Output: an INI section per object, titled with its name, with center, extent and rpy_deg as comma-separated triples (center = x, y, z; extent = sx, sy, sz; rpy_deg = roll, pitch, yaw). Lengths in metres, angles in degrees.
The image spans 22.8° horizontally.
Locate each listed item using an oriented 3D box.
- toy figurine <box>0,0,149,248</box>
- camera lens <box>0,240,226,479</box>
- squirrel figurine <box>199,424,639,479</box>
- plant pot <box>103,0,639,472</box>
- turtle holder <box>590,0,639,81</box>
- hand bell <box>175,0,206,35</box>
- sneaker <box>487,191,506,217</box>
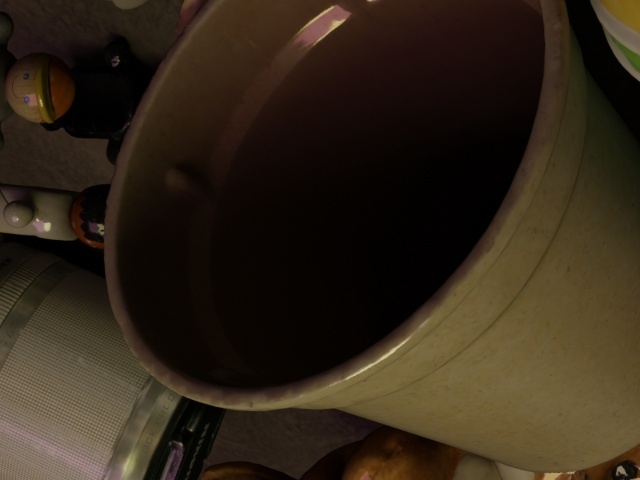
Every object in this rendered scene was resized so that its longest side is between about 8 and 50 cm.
[toy figurine]
center = -0.188, -0.110, 1.186
extent = 0.148, 0.209, 0.213
rpy_deg = 5, 135, 21
[camera lens]
center = -0.235, 0.139, 1.471
extent = 0.274, 0.219, 0.219
rpy_deg = 24, 141, 9
[squirrel figurine]
center = 0.177, 0.217, 1.289
extent = 0.397, 0.281, 0.370
rpy_deg = 15, 129, -47
[plant pot]
center = 0.087, -0.002, 1.009
extent = 0.334, 0.334, 0.305
rpy_deg = -9, 151, 39
[turtle holder]
center = 0.239, -0.176, 0.810
extent = 0.243, 0.227, 0.320
rpy_deg = -15, 128, 41
[hand bell]
center = 0.034, -0.159, 1.095
extent = 0.242, 0.126, 0.126
rpy_deg = 20, 141, -6
[sneaker]
center = 0.089, 0.034, 1.252
extent = 0.094, 0.091, 0.258
rpy_deg = 27, 140, 5
